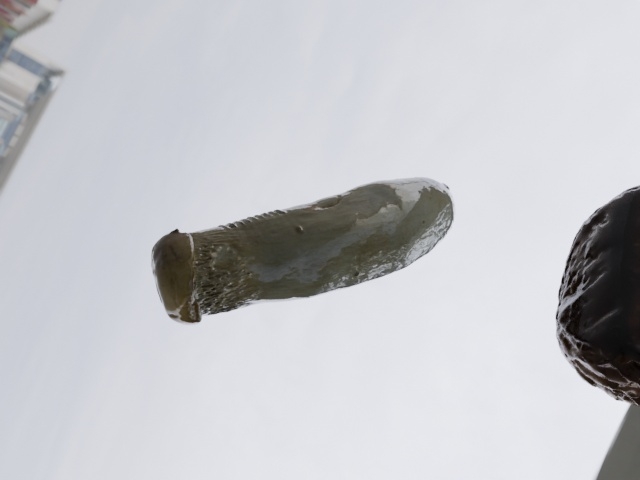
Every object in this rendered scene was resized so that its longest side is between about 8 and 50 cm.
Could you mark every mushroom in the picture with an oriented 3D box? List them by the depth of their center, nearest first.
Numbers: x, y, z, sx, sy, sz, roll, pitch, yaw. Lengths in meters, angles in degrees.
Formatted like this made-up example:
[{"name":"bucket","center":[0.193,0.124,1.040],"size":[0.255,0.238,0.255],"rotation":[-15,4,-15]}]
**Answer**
[{"name":"mushroom","center":[0.000,0.000,0.749],"size":[0.123,0.351,0.094],"rotation":[4,-75,57]}]

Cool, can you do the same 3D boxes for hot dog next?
[{"name":"hot dog","center":[0.283,0.047,0.645],"size":[0.161,0.099,0.226],"rotation":[11,-127,20]}]
